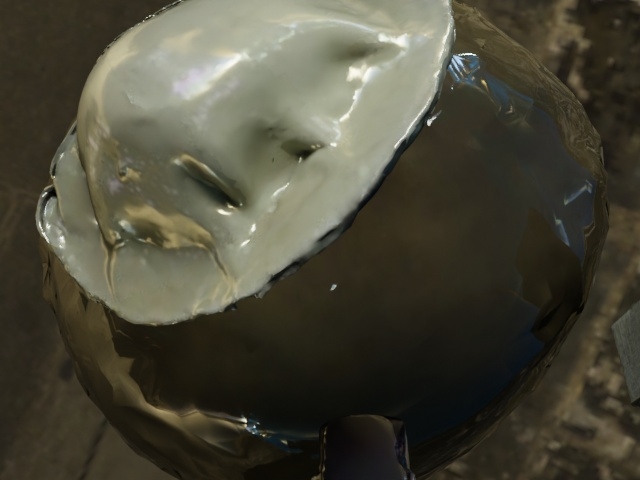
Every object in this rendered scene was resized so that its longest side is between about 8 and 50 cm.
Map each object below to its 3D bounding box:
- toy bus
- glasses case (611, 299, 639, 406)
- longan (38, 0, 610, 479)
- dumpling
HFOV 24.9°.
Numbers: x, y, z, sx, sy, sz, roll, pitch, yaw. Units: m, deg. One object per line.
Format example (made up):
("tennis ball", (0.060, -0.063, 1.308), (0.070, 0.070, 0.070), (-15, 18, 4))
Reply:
("toy bus", (0.026, 0.177, 0.761), (0.072, 0.058, 0.172), (80, 7, -45))
("glasses case", (0.280, 0.047, 1.026), (0.047, 0.070, 0.205), (2, 150, -20))
("longan", (-0.009, -0.001, 1.124), (0.404, 0.404, 0.436), (15, 129, -48))
("dumpling", (-0.034, -0.050, 0.721), (0.247, 0.172, 0.142), (-39, 141, 7))
